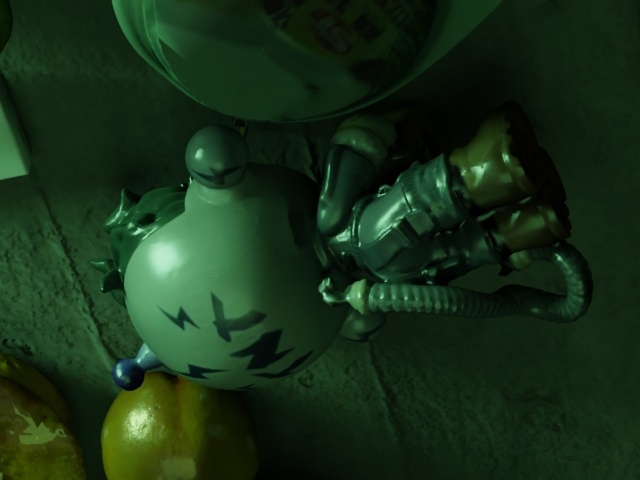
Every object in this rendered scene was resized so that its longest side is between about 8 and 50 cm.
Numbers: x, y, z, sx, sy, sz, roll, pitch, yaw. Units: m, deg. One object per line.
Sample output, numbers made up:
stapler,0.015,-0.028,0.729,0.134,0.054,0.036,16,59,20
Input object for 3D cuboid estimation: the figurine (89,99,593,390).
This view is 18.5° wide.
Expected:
figurine,-0.002,-0.004,1.543,0.382,0.186,0.261,-22,119,20

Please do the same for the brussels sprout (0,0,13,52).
brussels sprout,-0.328,-0.180,1.403,0.223,0.161,0.223,8,149,5

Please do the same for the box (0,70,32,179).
box,-0.315,-0.080,1.562,0.154,0.040,0.084,-10,126,8

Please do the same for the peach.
peach,-0.123,0.174,1.706,0.138,0.138,0.138,-1,127,-1

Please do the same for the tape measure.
tape measure,-0.022,-0.212,1.388,0.262,0.138,0.259,-38,123,19

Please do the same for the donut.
donut,-0.328,0.195,1.722,0.253,0.118,0.253,1,128,1

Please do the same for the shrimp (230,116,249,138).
shrimp,-0.041,-0.127,1.546,0.059,0.023,0.108,-1,128,-11
